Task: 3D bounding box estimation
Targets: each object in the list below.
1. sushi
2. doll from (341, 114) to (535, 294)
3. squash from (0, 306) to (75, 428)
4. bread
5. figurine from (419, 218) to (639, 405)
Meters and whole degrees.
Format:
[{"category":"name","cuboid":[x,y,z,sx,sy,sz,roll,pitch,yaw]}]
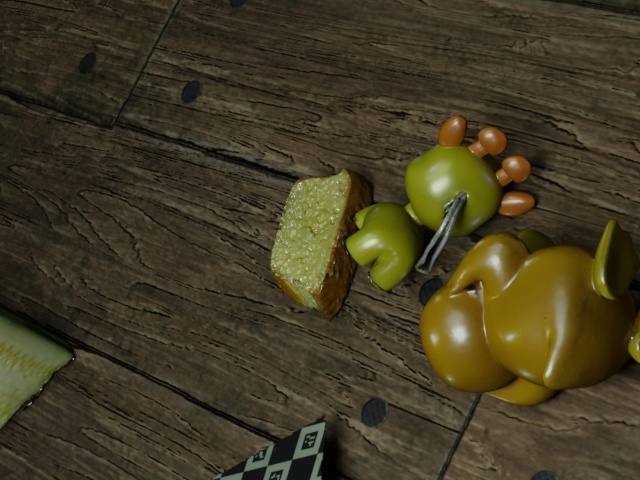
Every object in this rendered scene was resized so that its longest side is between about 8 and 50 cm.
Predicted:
[{"category":"sushi","cuboid":[-0.085,0.339,1.874,0.279,0.043,0.192,-32,33,31]},{"category":"doll","cuboid":[0.135,-0.046,1.861,0.221,0.143,0.135,-34,15,22]},{"category":"squash","cuboid":[-0.477,0.137,2.177,0.169,0.252,0.093,-46,45,11]},{"category":"bread","cuboid":[0.000,0.000,1.994,0.103,0.065,0.187,7,73,36]},{"category":"figurine","cuboid":[0.223,0.080,1.680,0.228,0.215,0.215,13,76,57]}]
